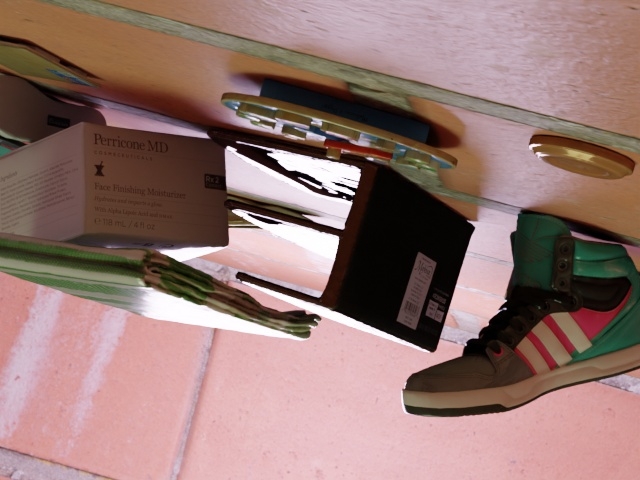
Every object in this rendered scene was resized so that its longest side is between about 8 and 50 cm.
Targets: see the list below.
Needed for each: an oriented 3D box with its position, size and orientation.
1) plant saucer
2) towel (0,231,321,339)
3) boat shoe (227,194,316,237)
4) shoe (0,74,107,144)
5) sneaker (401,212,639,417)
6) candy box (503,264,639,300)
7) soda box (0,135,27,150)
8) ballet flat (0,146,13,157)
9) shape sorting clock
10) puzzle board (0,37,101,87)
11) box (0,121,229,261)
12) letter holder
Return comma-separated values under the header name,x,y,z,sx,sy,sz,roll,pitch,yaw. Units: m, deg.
name,x,y,z,sx,sy,sz,roll,pitch,yaw
plant saucer,0.201,-0.063,1.437,0.083,0.013,0.083,16,174,2
towel,-0.178,0.046,1.880,0.248,0.038,0.325,6,171,32
boat shoe,-0.073,-0.023,2.464,0.153,0.048,0.056,15,175,14
shoe,-0.316,-0.131,1.963,0.081,0.063,0.178,3,172,42
sneaker,0.203,0.064,1.849,0.295,0.178,0.124,-14,-171,-27
candy box,0.338,0.075,2.161,0.196,0.070,0.165,13,174,29
soda box,-0.331,-0.129,2.061,0.053,0.060,0.169,9,171,45
ballet flat,-0.403,-0.151,2.113,0.206,0.073,0.067,26,-164,-48
shape sorting clock,0.015,-0.089,1.565,0.206,0.040,0.206,16,175,2
puzzle board,-0.277,-0.171,1.736,0.096,0.011,0.128,12,174,28
box,-0.219,-0.041,1.950,0.181,0.119,0.182,5,167,-38
letter holder,0.000,0.000,1.957,0.214,0.152,0.302,15,175,25
